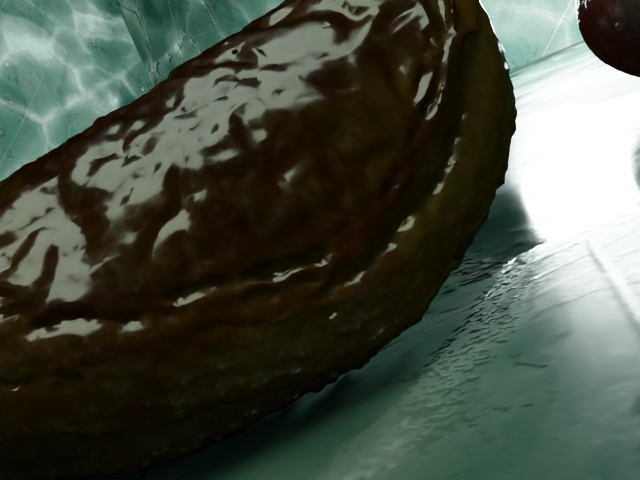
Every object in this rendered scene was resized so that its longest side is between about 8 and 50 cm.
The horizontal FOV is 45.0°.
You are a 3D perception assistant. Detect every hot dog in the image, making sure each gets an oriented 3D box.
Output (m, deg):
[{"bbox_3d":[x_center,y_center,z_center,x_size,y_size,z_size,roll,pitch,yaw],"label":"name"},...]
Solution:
[{"bbox_3d":[-0.060,-0.005,0.438,0.387,0.174,0.267,-38,11,-15],"label":"hot dog"}]

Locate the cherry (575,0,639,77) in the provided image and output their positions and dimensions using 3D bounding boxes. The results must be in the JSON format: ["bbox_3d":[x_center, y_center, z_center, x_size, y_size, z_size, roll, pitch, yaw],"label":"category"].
[{"bbox_3d":[0.382,-0.267,0.808,0.239,0.206,0.239,-55,19,30],"label":"cherry"}]
